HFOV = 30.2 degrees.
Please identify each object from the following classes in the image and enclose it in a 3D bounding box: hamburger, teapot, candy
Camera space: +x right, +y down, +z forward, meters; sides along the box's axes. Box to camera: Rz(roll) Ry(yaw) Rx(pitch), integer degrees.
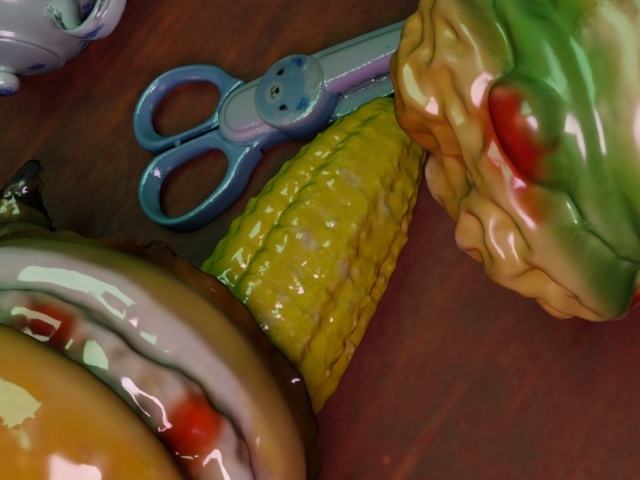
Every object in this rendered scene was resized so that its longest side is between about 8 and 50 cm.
[{"bbox_3d":[-0.134,0.152,0.606,0.302,0.186,0.261,33,117,-1],"label":"hamburger"},{"bbox_3d":[-0.230,-0.179,0.895,0.232,0.159,0.159,-4,66,37],"label":"teapot"},{"bbox_3d":[0.000,0.000,0.712,0.094,0.106,0.199,13,67,53],"label":"candy"},{"bbox_3d":[0.124,-0.061,0.595,0.148,0.237,0.237,-22,59,24],"label":"hamburger"}]

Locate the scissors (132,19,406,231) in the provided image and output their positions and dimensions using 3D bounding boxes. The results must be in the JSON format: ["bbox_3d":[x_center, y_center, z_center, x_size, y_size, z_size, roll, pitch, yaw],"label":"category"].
[{"bbox_3d":[-0.018,-0.095,0.803,0.256,0.030,0.125,-20,61,23],"label":"scissors"}]

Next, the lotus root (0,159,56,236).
[{"bbox_3d":[-0.215,0.052,0.794,0.125,0.118,0.221,2,65,-5],"label":"lotus root"}]
